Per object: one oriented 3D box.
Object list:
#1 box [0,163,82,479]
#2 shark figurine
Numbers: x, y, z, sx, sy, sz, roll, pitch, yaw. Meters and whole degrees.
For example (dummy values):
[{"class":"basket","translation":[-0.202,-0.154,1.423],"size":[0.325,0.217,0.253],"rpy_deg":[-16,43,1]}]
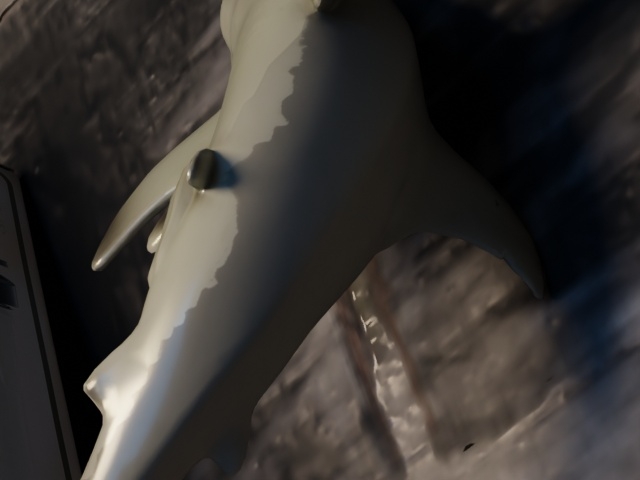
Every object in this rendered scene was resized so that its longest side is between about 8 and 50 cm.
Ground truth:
[{"class":"box","translation":[-0.171,0.061,0.631],"size":[0.087,0.169,0.290],"rpy_deg":[-50,36,23]},{"class":"shark figurine","translation":[0.001,0.011,0.535],"size":[0.166,0.116,0.278],"rpy_deg":[-43,21,52]}]
